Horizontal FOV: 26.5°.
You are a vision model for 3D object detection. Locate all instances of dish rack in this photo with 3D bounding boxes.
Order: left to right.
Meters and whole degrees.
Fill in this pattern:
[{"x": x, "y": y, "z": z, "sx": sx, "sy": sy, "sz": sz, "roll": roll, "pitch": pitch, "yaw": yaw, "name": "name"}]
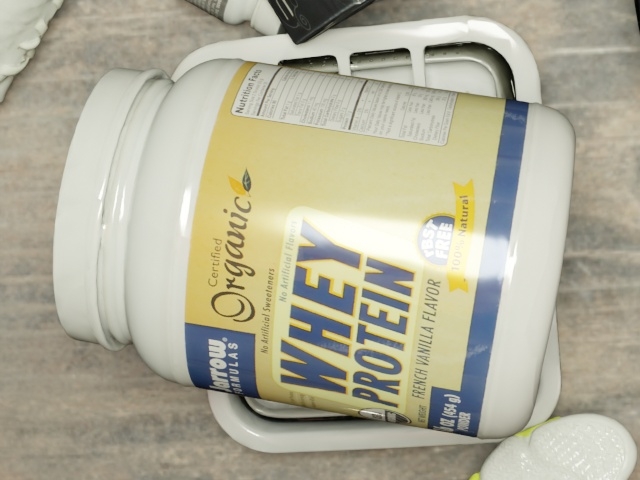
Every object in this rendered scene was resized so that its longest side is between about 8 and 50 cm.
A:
[{"x": 0.038, "y": -0.003, "z": 1.071, "sx": 0.285, "sy": 0.072, "sz": 0.333, "roll": -5, "pitch": 102, "yaw": 10, "name": "dish rack"}]

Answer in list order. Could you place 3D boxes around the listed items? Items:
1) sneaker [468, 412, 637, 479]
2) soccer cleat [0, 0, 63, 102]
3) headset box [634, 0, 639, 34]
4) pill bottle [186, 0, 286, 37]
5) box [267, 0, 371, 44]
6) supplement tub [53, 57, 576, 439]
[{"x": 0.162, "y": 0.219, "z": 1.082, "sx": 0.240, "sy": 0.126, "sz": 0.091, "roll": -40, "pitch": 64, "yaw": 21, "name": "sneaker"}, {"x": -0.249, "y": -0.195, "z": 1.065, "sx": 0.331, "sy": 0.116, "sz": 0.143, "roll": -27, "pitch": 114, "yaw": 17, "name": "soccer cleat"}, {"x": 0.326, "y": -0.264, "z": 0.923, "sx": 0.246, "sy": 0.131, "sz": 0.283, "roll": -8, "pitch": 103, "yaw": 13, "name": "headset box"}, {"x": -0.077, "y": -0.213, "z": 1.036, "sx": 0.137, "sy": 0.078, "sz": 0.078, "roll": 30, "pitch": 106, "yaw": 1, "name": "pill bottle"}, {"x": -0.005, "y": -0.299, "z": 0.940, "sx": 0.165, "sy": 0.143, "sz": 0.270, "roll": -33, "pitch": 96, "yaw": -17, "name": "box"}, {"x": 0.000, "y": 0.000, "z": 0.924, "sx": 0.316, "sy": 0.228, "sz": 0.228, "roll": 9, "pitch": 105, "yaw": 7, "name": "supplement tub"}]
